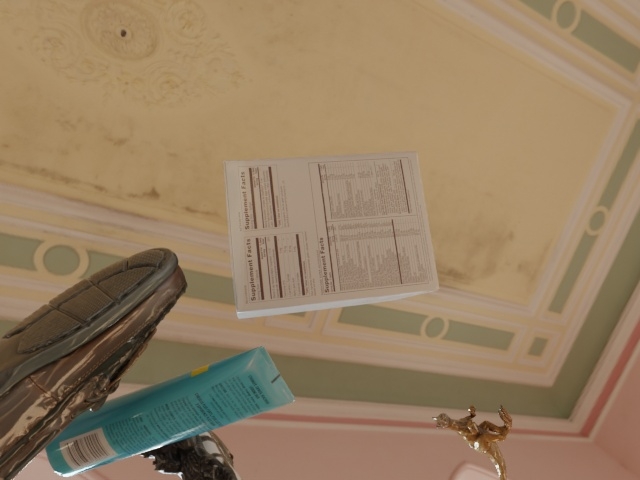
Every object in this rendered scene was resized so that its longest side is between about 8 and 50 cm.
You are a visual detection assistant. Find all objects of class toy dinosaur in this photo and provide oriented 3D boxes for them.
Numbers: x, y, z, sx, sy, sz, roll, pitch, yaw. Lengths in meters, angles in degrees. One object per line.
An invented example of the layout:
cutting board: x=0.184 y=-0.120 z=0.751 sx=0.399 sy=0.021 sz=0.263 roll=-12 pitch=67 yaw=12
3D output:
toy dinosaur: x=0.272 y=0.331 z=0.759 sx=0.211 sy=0.064 sz=0.112 roll=44 pitch=-76 yaw=-9

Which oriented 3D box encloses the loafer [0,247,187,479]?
loafer: x=-0.204 y=0.110 z=0.336 sx=0.267 sy=0.096 sz=0.084 roll=-41 pitch=-58 yaw=-29

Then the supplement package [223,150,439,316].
supplement package: x=0.000 y=0.000 z=0.679 sx=0.263 sy=0.199 sz=0.198 roll=-5 pitch=-101 yaw=-11

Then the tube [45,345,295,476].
tube: x=-0.131 y=0.150 z=0.403 sx=0.207 sy=0.052 sz=0.080 roll=-19 pitch=-49 yaw=4

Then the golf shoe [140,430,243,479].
golf shoe: x=-0.121 y=0.272 z=0.530 sx=0.077 sy=0.198 sz=0.094 roll=-50 pitch=-33 yaw=-1
